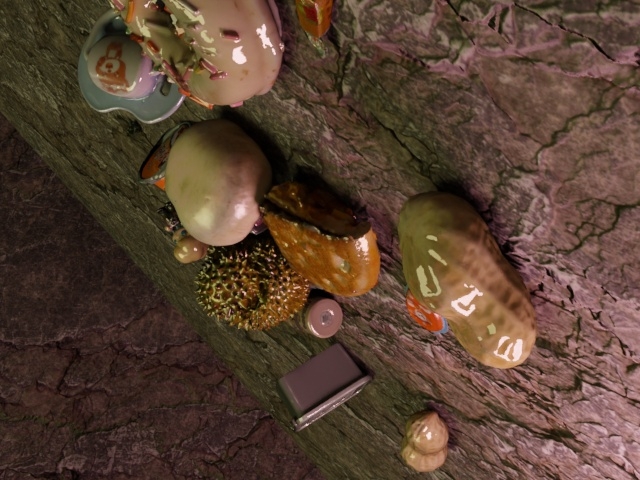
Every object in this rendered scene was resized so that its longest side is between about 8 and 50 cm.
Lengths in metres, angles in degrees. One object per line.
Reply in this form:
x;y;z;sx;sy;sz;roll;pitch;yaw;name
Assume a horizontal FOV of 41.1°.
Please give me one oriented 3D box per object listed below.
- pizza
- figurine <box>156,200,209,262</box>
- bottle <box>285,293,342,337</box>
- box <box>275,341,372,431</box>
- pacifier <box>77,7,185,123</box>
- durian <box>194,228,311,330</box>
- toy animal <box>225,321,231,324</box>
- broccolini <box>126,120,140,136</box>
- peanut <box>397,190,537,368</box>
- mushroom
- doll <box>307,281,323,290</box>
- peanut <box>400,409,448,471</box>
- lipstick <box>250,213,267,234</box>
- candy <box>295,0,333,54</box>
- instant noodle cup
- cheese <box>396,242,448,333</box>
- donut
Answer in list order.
0.000;0.000;1.686;0.278;0.114;0.409;47;160;1;pizza
-0.409;-0.027;2.538;0.196;0.114;0.108;57;-175;5;figurine
-0.040;0.178;2.120;0.110;0.097;0.209;20;174;-28;bottle
0.000;0.381;2.256;0.135;0.243;0.163;56;164;15;box
-0.351;-0.351;1.735;0.279;0.227;0.207;16;-178;25;pacifier
-0.152;0.094;1.990;0.293;0.258;0.258;-8;127;33;durian
-0.205;0.131;2.283;0.160;0.197;0.272;49;165;5;toy animal
-0.515;-0.301;2.347;0.035;0.030;0.140;15;173;-15;broccolini
0.223;0.066;1.298;0.313;0.152;0.152;53;160;-20;peanut
-0.188;-0.117;1.759;0.254;0.234;0.260;1;87;44;mushroom
-0.015;0.101;2.036;0.037;0.027;0.125;61;158;-12;doll
0.252;0.489;2.072;0.123;0.123;0.256;39;161;24;peanut
-0.200;-0.074;2.019;0.253;0.077;0.079;13;139;58;lipstick
-0.006;-0.327;1.180;0.053;0.046;0.182;38;164;17;candy
-0.319;-0.168;1.983;0.177;0.208;0.125;-30;123;30;instant noodle cup
0.189;0.097;1.583;0.106;0.037;0.256;33;156;34;cheese
-0.220;-0.379;1.390;0.382;0.142;0.382;42;160;20;donut
